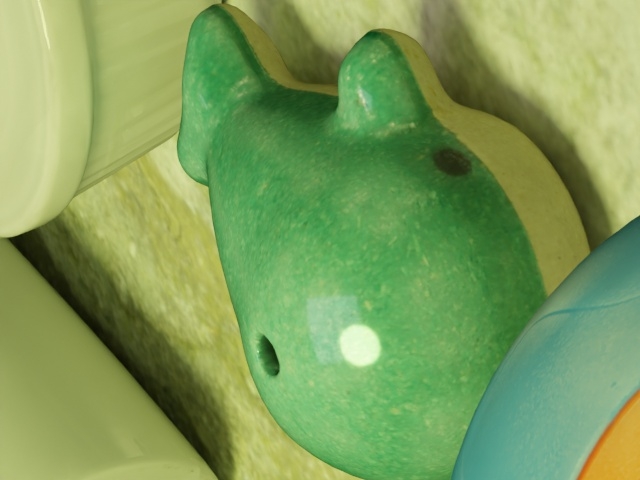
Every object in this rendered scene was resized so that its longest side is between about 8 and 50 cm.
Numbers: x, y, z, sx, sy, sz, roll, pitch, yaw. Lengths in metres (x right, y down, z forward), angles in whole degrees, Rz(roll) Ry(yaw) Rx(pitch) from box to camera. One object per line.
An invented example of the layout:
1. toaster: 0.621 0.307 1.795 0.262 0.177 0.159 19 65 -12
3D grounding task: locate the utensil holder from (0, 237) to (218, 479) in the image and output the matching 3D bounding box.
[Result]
1. utensil holder: -0.292 0.129 1.210 0.385 0.327 0.328 42 140 29

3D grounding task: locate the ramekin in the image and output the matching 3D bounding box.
1. ramekin: -0.165 -0.150 1.029 0.273 0.127 0.273 34 136 40

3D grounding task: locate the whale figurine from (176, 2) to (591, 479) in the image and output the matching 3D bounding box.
1. whale figurine: 0.000 0.000 0.873 0.272 0.141 0.216 43 141 33

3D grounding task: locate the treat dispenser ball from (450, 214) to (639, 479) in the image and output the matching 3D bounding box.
1. treat dispenser ball: 0.177 0.110 0.554 0.288 0.288 0.288 33 135 41
